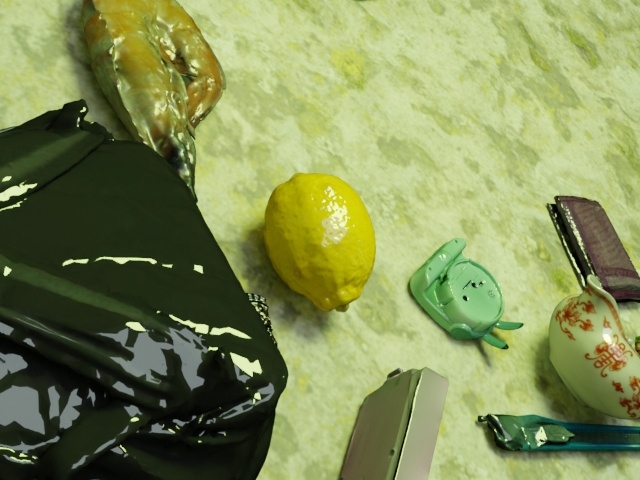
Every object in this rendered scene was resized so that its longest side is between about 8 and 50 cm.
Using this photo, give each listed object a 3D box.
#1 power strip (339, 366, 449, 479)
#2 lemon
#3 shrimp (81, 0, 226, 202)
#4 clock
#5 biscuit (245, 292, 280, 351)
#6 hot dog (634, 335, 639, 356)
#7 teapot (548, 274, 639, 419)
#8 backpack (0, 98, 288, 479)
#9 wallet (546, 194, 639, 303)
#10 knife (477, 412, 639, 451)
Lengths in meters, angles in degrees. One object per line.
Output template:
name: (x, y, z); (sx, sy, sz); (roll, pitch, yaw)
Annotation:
power strip: (0.048, 0.233, 0.804); (0.037, 0.109, 0.279); (34, 47, -14)
lemon: (0.000, 0.000, 0.929); (0.114, 0.114, 0.155); (-4, 67, -37)
shrimp: (-0.160, -0.162, 0.963); (0.164, 0.062, 0.317); (1, 58, -39)
clock: (0.174, 0.068, 1.055); (0.135, 0.041, 0.101); (47, 45, 1)
biscuit: (-0.069, 0.093, 0.873); (0.087, 0.027, 0.089); (36, 46, -9)
hot dog: (0.446, 0.178, 1.182); (0.049, 0.037, 0.122); (-14, 74, -53)
teapot: (0.341, 0.144, 1.071); (0.245, 0.116, 0.159); (40, 5, -38)
backpack: (-0.254, 0.062, 0.591); (0.446, 0.255, 0.363); (-7, 44, -35)
wallet: (0.387, 0.012, 1.255); (0.111, 0.030, 0.166); (0, 60, -35)
knife: (0.303, 0.224, 1.051); (0.297, 0.026, 0.044); (8, 45, -31)
